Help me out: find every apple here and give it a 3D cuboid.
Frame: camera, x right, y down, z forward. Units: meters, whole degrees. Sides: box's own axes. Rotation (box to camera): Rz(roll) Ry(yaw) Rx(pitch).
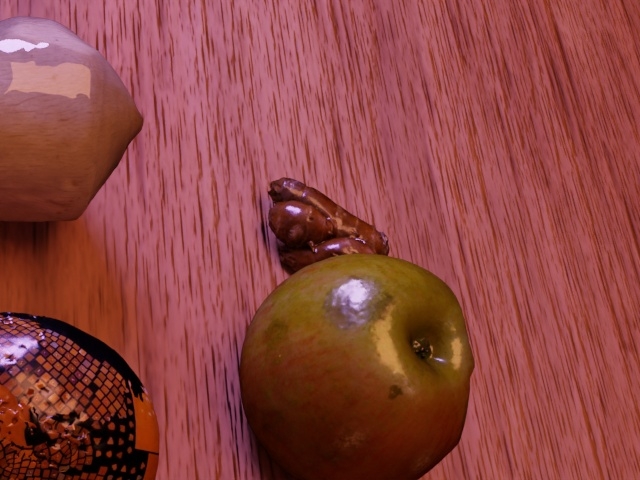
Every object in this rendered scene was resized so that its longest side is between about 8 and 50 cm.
[{"bbox_3d":[0.048,0.130,1.432,0.246,0.226,0.246,23,47,-28],"label":"apple"}]

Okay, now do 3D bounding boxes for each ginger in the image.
[{"bbox_3d":[0.000,0.000,1.625,0.162,0.073,0.103,33,27,-8],"label":"ginger"}]

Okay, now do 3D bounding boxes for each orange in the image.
[{"bbox_3d":[-0.240,0.160,1.137,0.234,0.234,0.182,30,43,-19],"label":"orange"}]

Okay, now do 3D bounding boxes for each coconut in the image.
[{"bbox_3d":[-0.279,-0.116,1.368,0.224,0.224,0.224,24,44,-26],"label":"coconut"}]
